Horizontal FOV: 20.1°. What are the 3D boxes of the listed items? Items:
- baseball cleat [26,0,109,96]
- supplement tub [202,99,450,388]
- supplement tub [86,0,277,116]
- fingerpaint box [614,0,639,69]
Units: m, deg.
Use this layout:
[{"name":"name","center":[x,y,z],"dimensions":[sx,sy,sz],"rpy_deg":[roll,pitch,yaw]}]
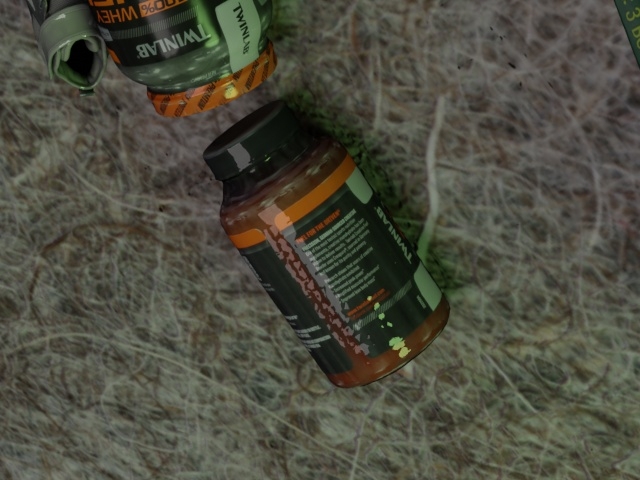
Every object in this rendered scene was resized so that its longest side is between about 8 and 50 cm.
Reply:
[{"name":"baseball cleat","center":[-0.179,-0.193,1.241],"dimensions":[0.072,0.109,0.206],"rpy_deg":[-20,132,-4]},{"name":"supplement tub","center":[0.000,0.000,1.272],"dimensions":[0.106,0.106,0.198],"rpy_deg":[-22,108,40]},{"name":"supplement tub","center":[-0.104,-0.185,1.196],"dimensions":[0.117,0.117,0.190],"rpy_deg":[-6,118,35]},{"name":"fingerpaint box","center":[0.352,-0.032,0.823],"dimensions":[0.371,0.163,0.445],"rpy_deg":[-23,87,59]}]
